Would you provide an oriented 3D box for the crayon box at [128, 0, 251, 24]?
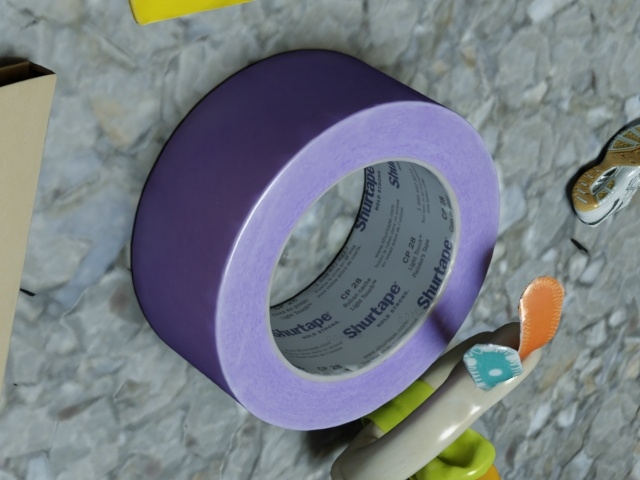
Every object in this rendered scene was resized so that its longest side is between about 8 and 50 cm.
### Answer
[{"bbox_3d":[0.082,-0.235,0.639,0.363,0.106,0.313,-12,155,-4],"label":"crayon box"}]

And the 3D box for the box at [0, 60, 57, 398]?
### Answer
[{"bbox_3d":[-0.186,0.027,0.767,0.164,0.021,0.201,-27,134,-58],"label":"box"}]

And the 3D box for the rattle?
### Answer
[{"bbox_3d":[0.105,0.118,0.985,0.130,0.143,0.200,-21,169,-45],"label":"rattle"}]

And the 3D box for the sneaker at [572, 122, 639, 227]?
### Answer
[{"bbox_3d":[0.192,-0.042,1.108,0.083,0.032,0.037,-38,148,-11],"label":"sneaker"}]

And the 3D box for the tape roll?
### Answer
[{"bbox_3d":[0.000,0.000,0.919,0.189,0.080,0.189,-21,127,-31],"label":"tape roll"}]
